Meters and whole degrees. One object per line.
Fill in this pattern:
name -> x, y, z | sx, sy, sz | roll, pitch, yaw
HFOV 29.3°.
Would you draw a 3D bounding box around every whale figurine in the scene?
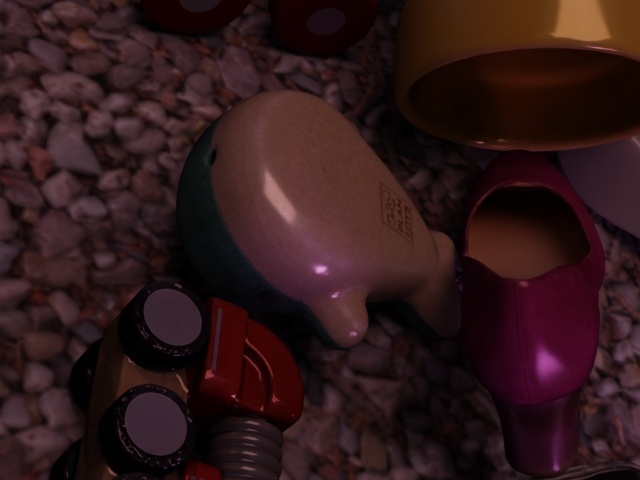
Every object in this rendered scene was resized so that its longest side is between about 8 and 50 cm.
whale figurine -> 0.000, 0.000, 0.980 | 0.272, 0.141, 0.216 | 29, 45, -39

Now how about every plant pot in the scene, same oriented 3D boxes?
plant pot -> 0.195, -0.231, 1.097 | 0.254, 0.254, 0.239 | 9, 74, -21

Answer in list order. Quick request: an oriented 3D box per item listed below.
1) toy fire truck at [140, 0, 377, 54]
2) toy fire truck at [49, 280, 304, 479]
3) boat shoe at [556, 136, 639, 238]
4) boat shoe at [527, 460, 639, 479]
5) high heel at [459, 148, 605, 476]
toy fire truck -> -0.031, -0.315, 1.079 | 0.302, 0.254, 0.169 | 5, 56, -24
toy fire truck -> -0.039, 0.157, 0.826 | 0.246, 0.158, 0.217 | 22, 50, -23
boat shoe -> 0.327, -0.041, 1.198 | 0.227, 0.079, 0.081 | 43, 26, 12
boat shoe -> 0.109, 0.233, 0.857 | 0.335, 0.119, 0.121 | -26, 72, -37
high heel -> 0.168, -0.008, 0.972 | 0.127, 0.181, 0.377 | -7, 37, 6
